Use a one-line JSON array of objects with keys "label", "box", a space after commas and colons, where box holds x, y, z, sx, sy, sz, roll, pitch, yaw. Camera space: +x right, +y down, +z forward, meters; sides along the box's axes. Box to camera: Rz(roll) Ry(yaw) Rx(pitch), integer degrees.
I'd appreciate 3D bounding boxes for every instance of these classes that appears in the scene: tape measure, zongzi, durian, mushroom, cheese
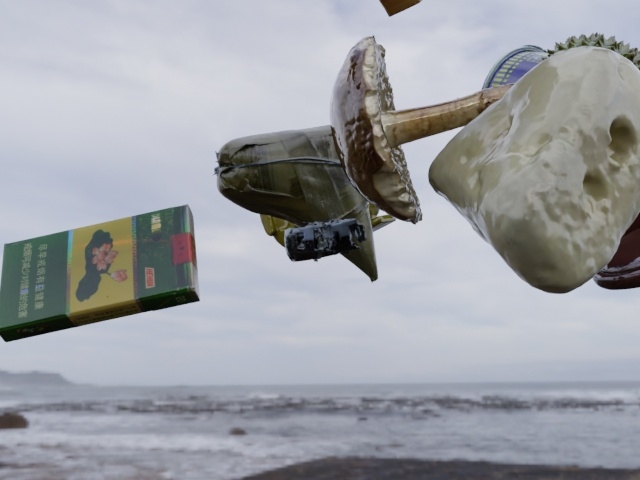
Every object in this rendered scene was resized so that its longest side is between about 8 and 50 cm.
[{"label": "tape measure", "box": [-0.002, 0.000, 1.076, 0.091, 0.054, 0.094, -11, 2, -39]}, {"label": "zongzi", "box": [-0.041, -0.047, 1.368, 0.250, 0.275, 0.125, -9, -1, -6]}, {"label": "durian", "box": [0.482, -0.254, 1.409, 0.236, 0.200, 0.176, 24, -53, -30]}, {"label": "mushroom", "box": [0.141, -0.175, 1.026, 0.301, 0.208, 0.233, -39, -29, -11]}, {"label": "cheese", "box": [0.257, -0.074, 0.865, 0.173, 0.248, 0.251, 41, 15, -15]}]

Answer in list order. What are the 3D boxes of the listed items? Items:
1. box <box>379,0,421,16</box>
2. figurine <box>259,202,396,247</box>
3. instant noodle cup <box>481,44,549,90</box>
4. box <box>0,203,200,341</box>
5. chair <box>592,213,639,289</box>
[{"label": "box", "box": [0.082, -0.424, 1.034, 0.070, 0.152, 0.237, -5, -55, 53]}, {"label": "figurine", "box": [0.038, -0.069, 1.829, 0.326, 0.169, 0.218, -25, 12, -38]}, {"label": "instant noodle cup", "box": [0.533, -0.263, 1.713, 0.284, 0.284, 0.312, 6, 8, -34]}, {"label": "box", "box": [-0.264, 0.037, 0.987, 0.235, 0.132, 0.034, -13, -38, 1]}, {"label": "chair", "box": [0.583, 0.118, 1.331, 0.226, 0.401, 0.226, -27, 8, 4]}]
